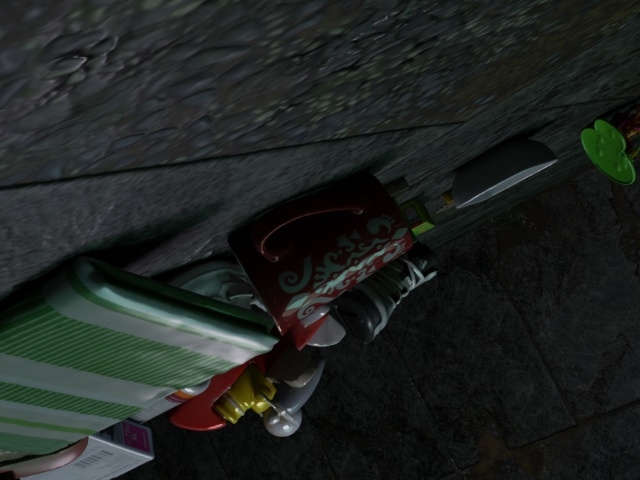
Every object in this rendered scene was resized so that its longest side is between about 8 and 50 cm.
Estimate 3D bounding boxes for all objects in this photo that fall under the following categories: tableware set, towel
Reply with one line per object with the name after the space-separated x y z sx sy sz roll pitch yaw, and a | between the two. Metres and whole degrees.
0.268 -0.097 1.739 0.154 0.024 0.104 -22 169 -32 | tableware set
-0.233 0.117 0.913 0.325 0.038 0.248 -28 150 28 | towel

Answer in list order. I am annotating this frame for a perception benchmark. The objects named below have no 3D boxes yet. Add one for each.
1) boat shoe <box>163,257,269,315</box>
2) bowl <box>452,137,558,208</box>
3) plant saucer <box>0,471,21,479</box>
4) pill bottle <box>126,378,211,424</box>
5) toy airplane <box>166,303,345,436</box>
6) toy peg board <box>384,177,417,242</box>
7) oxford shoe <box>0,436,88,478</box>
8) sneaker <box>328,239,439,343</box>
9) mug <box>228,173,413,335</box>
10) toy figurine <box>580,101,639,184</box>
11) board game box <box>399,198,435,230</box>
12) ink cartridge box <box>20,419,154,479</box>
-0.122 0.080 1.158 0.098 0.096 0.277 -29 174 26 | boat shoe
0.262 -0.103 1.480 0.142 0.053 0.142 -31 174 32 | bowl
-0.484 0.305 1.176 0.278 0.041 0.278 2 -162 -1 | plant saucer
-0.286 0.220 1.555 0.221 0.121 0.121 -29 174 22 | pill bottle
-0.104 0.288 2.200 0.384 0.272 0.386 -24 -176 26 | toy airplane
0.035 0.005 1.294 0.161 0.079 0.160 -25 174 -17 | toy peg board
-0.420 0.216 1.145 0.348 0.123 0.130 -15 137 -42 | oxford shoe
0.135 0.076 2.185 0.257 0.169 0.447 -35 -177 -3 | sneaker
0.005 0.009 1.052 0.169 0.113 0.150 -30 176 -6 | mug
0.568 -0.209 1.807 0.159 0.130 0.173 -39 151 -8 | toy figurine
0.129 -0.024 1.639 0.092 0.043 0.181 -27 174 9 | board game box
-0.410 0.288 1.451 0.186 0.065 0.311 -29 145 21 | ink cartridge box
